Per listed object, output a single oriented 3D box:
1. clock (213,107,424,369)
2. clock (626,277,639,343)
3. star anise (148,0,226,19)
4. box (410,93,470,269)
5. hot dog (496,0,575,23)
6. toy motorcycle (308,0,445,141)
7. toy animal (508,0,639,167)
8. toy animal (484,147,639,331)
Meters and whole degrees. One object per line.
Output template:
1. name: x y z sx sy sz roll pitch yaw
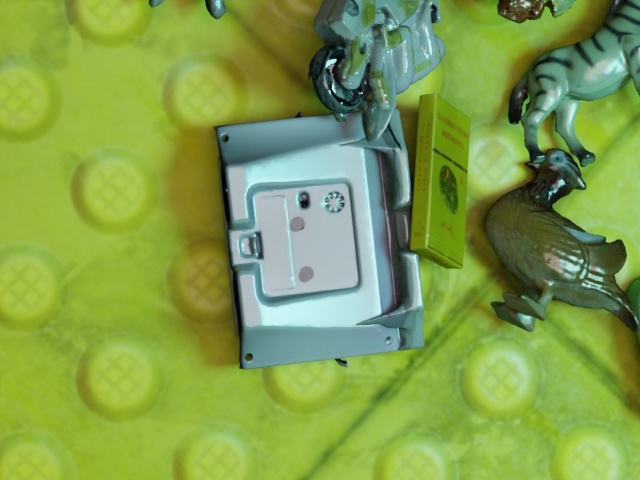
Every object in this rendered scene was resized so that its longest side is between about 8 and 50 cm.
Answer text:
1. clock: 0.000 0.000 1.839 0.186 0.083 0.253 -7 92 -8
2. clock: 0.397 0.127 1.913 0.159 0.066 0.211 -7 92 -9
3. star anise: -0.112 -0.315 1.806 0.257 0.110 0.198 8 114 6
4. box: 0.117 -0.056 1.844 0.023 0.087 0.155 -2 75 25
5. hot dog: 0.201 -0.313 1.862 0.146 0.103 0.213 13 70 -9
6. toy motorcycle: 0.063 -0.197 1.829 0.152 0.073 0.225 38 56 -36
7. toy animal: 0.280 -0.177 1.886 0.217 0.073 0.176 -21 72 3
8. toy animal: 0.250 0.010 1.885 0.188 0.089 0.179 29 71 -3
